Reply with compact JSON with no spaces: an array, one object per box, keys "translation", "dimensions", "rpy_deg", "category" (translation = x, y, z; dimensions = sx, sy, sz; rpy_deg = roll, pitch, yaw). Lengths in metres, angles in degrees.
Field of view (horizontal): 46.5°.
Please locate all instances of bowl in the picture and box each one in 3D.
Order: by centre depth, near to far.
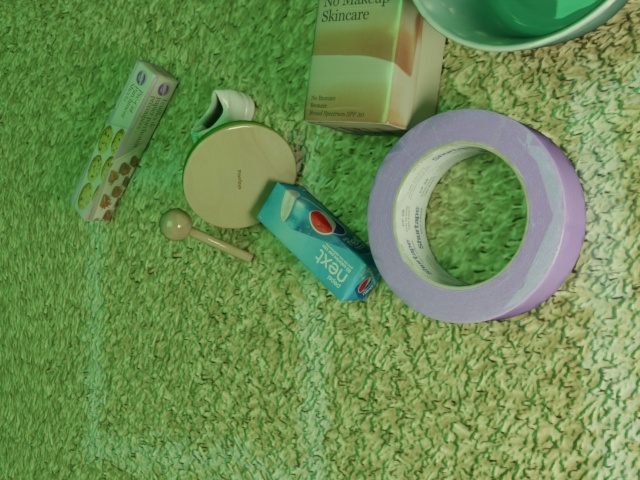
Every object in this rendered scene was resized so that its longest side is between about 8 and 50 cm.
[{"translation":[0.270,-0.364,0.902],"dimensions":[0.311,0.163,0.311],"rpy_deg":[-2,87,35],"category":"bowl"}]

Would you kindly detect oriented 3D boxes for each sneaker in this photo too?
[{"translation":[-0.187,-0.155,1.262],"dimensions":[0.080,0.094,0.212],"rpy_deg":[23,101,33],"category":"sneaker"}]

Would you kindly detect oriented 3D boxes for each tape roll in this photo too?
[{"translation":[0.199,-0.030,0.982],"dimensions":[0.275,0.090,0.275],"rpy_deg":[-2,87,35],"category":"tape roll"}]

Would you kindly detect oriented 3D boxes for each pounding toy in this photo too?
[{"translation":[-0.152,-0.102,1.212],"dimensions":[0.237,0.183,0.110],"rpy_deg":[-61,33,21],"category":"pounding toy"}]

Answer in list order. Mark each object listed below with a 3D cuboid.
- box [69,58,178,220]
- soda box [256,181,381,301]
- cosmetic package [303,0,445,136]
[{"translation":[-0.378,-0.184,1.419],"dimensions":[0.067,0.063,0.324],"rpy_deg":[43,111,28],"category":"box"},{"translation":[0.000,0.000,1.136],"dimensions":[0.210,0.067,0.071],"rpy_deg":[43,112,28],"category":"soda box"},{"translation":[0.085,-0.301,1.052],"dimensions":[0.153,0.129,0.296],"rpy_deg":[7,91,37],"category":"cosmetic package"}]
